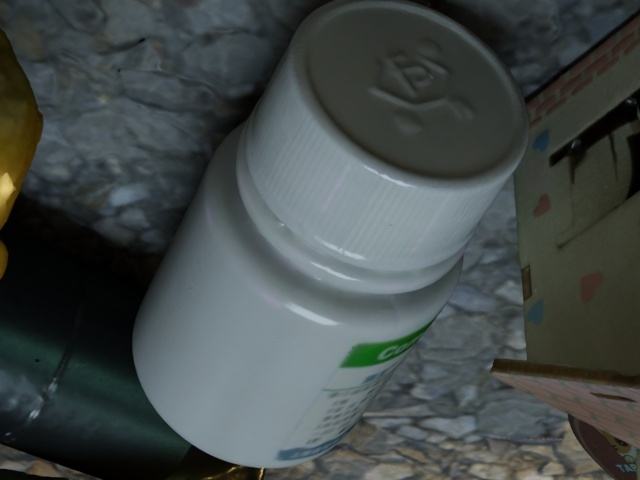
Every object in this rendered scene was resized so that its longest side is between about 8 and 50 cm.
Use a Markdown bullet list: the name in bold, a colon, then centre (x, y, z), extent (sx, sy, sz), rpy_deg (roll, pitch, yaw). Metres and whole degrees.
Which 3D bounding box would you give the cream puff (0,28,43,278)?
- **cream puff**: centre (-0.260, -0.054, 0.569), extent (0.274, 0.269, 0.323), rpy_deg (-6, 148, -27)

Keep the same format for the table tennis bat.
- **table tennis bat**: centre (0.250, 0.116, 0.973), extent (0.170, 0.119, 0.107), rpy_deg (47, 155, -12)

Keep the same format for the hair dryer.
- **hair dryer**: centre (-0.183, 0.105, 0.943), extent (0.244, 0.116, 0.302), rpy_deg (29, 147, -29)

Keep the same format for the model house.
- **model house**: centre (0.221, -0.012, 0.638), extent (0.169, 0.244, 0.326), rpy_deg (30, 133, -24)

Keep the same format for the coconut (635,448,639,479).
- **coconut**: centre (0.280, 0.121, 0.790), extent (0.224, 0.234, 0.224), rpy_deg (-4, 105, -13)

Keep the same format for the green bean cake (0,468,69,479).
- **green bean cake**: centre (-0.135, 0.215, 0.904), extent (0.223, 0.125, 0.227), rpy_deg (10, 161, 0)

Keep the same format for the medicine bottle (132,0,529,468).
- **medicine bottle**: centre (0.000, 0.000, 0.756), extent (0.139, 0.139, 0.237), rpy_deg (16, 138, -13)
